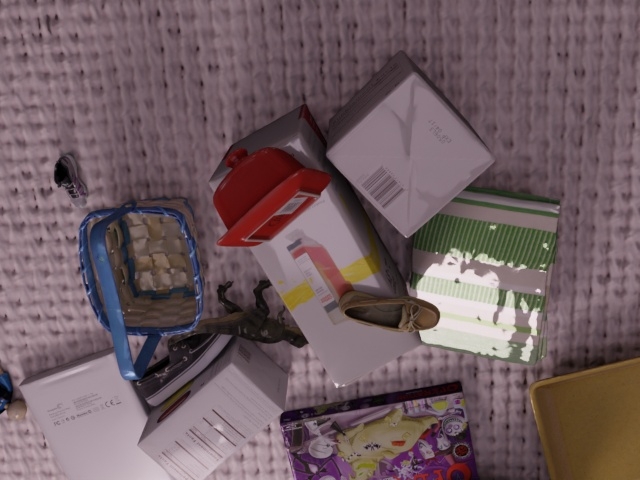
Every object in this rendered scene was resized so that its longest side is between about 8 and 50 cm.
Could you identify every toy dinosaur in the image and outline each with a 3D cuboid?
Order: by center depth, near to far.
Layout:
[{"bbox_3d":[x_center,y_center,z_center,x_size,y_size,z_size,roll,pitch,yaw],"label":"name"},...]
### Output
[{"bbox_3d":[-0.131,0.130,1.599,0.268,0.064,0.118,5,71,-21],"label":"toy dinosaur"}]

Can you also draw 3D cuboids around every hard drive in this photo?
[{"bbox_3d":[-0.413,0.370,1.722,0.203,0.040,0.307,-20,106,8],"label":"hard drive"}]

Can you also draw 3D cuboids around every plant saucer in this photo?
[{"bbox_3d":[0.570,0.351,1.659,0.333,0.081,0.333,-15,107,7],"label":"plant saucer"}]

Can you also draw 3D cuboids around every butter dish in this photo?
[{"bbox_3d":[-0.085,-0.075,1.236,0.160,0.160,0.118,-40,78,13],"label":"butter dish"}]

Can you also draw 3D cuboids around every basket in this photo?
[{"bbox_3d":[-0.296,0.062,1.488,0.201,0.289,0.255,-5,107,4],"label":"basket"}]

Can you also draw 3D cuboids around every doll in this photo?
[{"bbox_3d":[-0.643,0.290,1.702,0.189,0.046,0.129,26,98,-13],"label":"doll"}]

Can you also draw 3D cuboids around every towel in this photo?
[{"bbox_3d":[0.274,0.059,1.539,0.248,0.038,0.325,10,122,18],"label":"towel"}]

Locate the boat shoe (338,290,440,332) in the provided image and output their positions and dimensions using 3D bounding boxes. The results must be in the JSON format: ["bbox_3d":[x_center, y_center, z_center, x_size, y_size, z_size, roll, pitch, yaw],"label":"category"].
[{"bbox_3d":[0.103,0.108,1.327,0.153,0.048,0.056,13,105,-7],"label":"boat shoe"}]

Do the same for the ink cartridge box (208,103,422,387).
[{"bbox_3d":[0.000,0.000,1.465,0.160,0.279,0.385,-28,105,9],"label":"ink cartridge box"}]

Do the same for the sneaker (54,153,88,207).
[{"bbox_3d":[-0.436,-0.095,1.558,0.038,0.069,0.098,-16,106,8],"label":"sneaker"}]

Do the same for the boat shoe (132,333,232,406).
[{"bbox_3d":[-0.254,0.210,1.651,0.228,0.080,0.076,-40,104,21],"label":"boat shoe"}]

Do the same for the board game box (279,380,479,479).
[{"bbox_3d":[0.113,0.395,1.709,0.347,0.056,0.208,-11,111,6],"label":"board game box"}]

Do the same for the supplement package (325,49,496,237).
[{"bbox_3d":[0.129,-0.158,1.399,0.175,0.293,0.177,-43,101,13],"label":"supplement package"}]

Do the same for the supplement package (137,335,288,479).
[{"bbox_3d":[-0.193,0.308,1.642,0.244,0.139,0.134,-42,103,14],"label":"supplement package"}]
